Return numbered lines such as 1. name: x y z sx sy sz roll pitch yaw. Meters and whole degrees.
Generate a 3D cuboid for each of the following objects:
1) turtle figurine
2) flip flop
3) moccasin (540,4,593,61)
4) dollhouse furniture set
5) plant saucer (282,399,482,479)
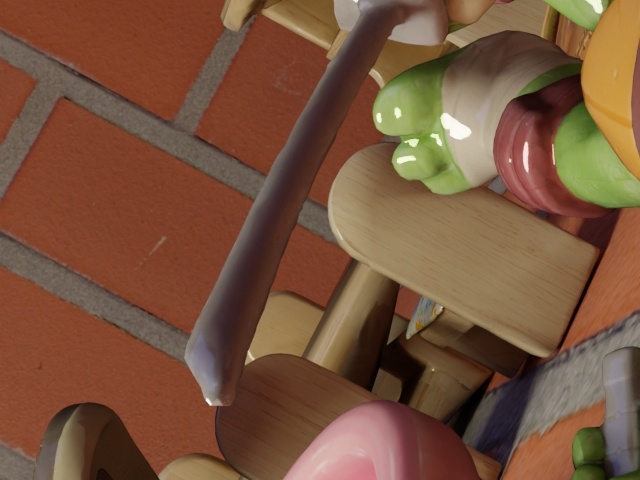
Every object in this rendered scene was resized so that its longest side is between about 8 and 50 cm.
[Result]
1. turtle figurine: 0.048 -0.017 0.462 0.274 0.198 0.266 -55 27 7
2. flip flop: -0.059 0.176 0.916 0.277 0.080 0.112 65 -160 -44
3. moccasin: 0.188 -0.179 0.849 0.147 0.139 0.380 -43 26 54
4. dollhouse furniture set: 0.000 0.000 1.107 0.394 0.256 0.362 -62 2 -17
5. plant saucer: -0.011 0.217 0.570 0.332 0.084 0.332 -156 90 -82
